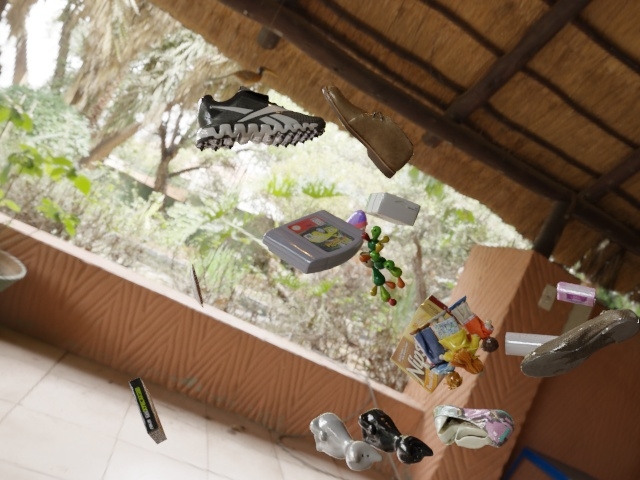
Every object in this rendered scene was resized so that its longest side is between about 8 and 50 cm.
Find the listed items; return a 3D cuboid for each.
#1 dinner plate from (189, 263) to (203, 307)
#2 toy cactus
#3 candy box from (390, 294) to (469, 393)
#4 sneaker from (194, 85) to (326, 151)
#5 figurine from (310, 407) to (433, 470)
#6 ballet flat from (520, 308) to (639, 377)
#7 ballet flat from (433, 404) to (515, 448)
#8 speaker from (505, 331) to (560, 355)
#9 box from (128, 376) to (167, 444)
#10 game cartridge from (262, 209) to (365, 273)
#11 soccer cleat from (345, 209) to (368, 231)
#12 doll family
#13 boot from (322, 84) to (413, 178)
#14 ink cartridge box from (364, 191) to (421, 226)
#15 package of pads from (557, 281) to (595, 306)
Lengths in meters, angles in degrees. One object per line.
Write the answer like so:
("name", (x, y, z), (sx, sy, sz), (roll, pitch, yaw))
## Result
("dinner plate", (-0.380, 0.140, 1.521), (0.017, 0.141, 0.141), (-15, 2, -10))
("toy cactus", (0.148, 0.067, 1.387), (0.219, 0.112, 0.180), (70, -15, -14))
("candy box", (0.367, 0.350, 1.657), (0.183, 0.087, 0.316), (39, -41, 22))
("sneaker", (-0.102, -0.215, 0.854), (0.234, 0.106, 0.078), (-8, -6, -20))
("figurine", (0.110, 0.453, 1.120), (0.215, 0.092, 0.209), (5, -4, -27))
("ballet flat", (0.520, 0.207, 1.020), (0.084, 0.250, 0.058), (33, 34, -23))
("ballet flat", (0.284, 0.374, 0.994), (0.077, 0.079, 0.221), (55, -31, -4))
("speaker", (0.508, 0.248, 1.178), (0.136, 0.055, 0.055), (0, -16, 26))
("box", (-0.573, 0.569, 1.660), (0.184, 0.045, 0.191), (60, -21, 25))
("game cartridge", (0.000, 0.000, 1.439), (0.196, 0.060, 0.294), (34, 34, 23))
("soccer cleat", (0.084, -0.019, 1.781), (0.095, 0.083, 0.248), (-11, -26, -34))
("doll family", (0.296, 0.260, 1.170), (0.163, 0.118, 0.263), (56, -38, 14))
("boot", (0.132, -0.319, 1.356), (0.305, 0.115, 0.112), (47, 23, -6))
("ink cartridge box", (0.268, -0.119, 1.893), (0.153, 0.087, 0.208), (20, 0, -9))
("package of pads", (0.611, 0.128, 1.193), (0.083, 0.032, 0.050), (11, -26, 32))
